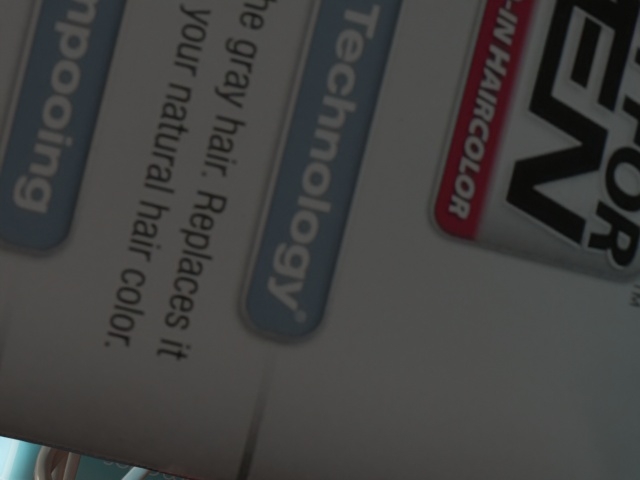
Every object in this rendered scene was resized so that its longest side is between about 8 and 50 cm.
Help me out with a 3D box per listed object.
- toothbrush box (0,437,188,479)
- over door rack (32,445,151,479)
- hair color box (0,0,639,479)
[{"bbox_3d":[-0.177,0.213,1.219,0.126,0.216,0.296,110,172,-50],"label":"toothbrush box"},{"bbox_3d":[0.000,0.000,0.660,0.324,0.108,0.240,-61,-7,-48],"label":"over door rack"},{"bbox_3d":[-0.103,-0.073,0.368,0.113,0.374,0.185,-153,77,-84],"label":"hair color box"}]
